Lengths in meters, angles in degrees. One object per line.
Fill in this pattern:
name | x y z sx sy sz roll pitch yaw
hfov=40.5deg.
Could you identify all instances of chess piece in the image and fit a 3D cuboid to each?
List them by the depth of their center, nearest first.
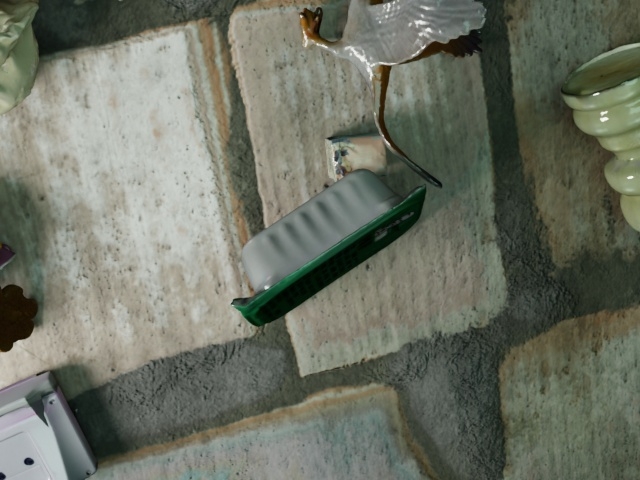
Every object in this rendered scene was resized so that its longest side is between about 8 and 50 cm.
chess piece | 0.553 -0.154 1.492 0.182 0.182 0.330 -31 112 -5

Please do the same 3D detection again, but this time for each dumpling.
dumpling | -0.471 -0.244 1.206 0.147 0.193 0.258 38 104 -27

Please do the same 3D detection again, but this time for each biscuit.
biscuit | -0.502 0.118 1.310 0.026 0.175 0.124 12 88 27

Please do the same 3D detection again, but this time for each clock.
clock | -0.503 0.340 1.388 0.253 0.083 0.186 -24 107 -7

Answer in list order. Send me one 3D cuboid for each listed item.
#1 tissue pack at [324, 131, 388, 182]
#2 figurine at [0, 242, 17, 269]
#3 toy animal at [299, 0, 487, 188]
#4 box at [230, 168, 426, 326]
tissue pack | 0.060 -0.138 1.426 0.094 0.059 0.074 -9 102 -12
figurine | -0.527 -0.017 1.288 0.095 0.115 0.156 -35 106 -15
toy animal | 0.100 -0.267 1.379 0.302 0.225 0.284 21 100 5
box | 0.000 0.000 1.374 0.337 0.264 0.106 -34 80 -5
